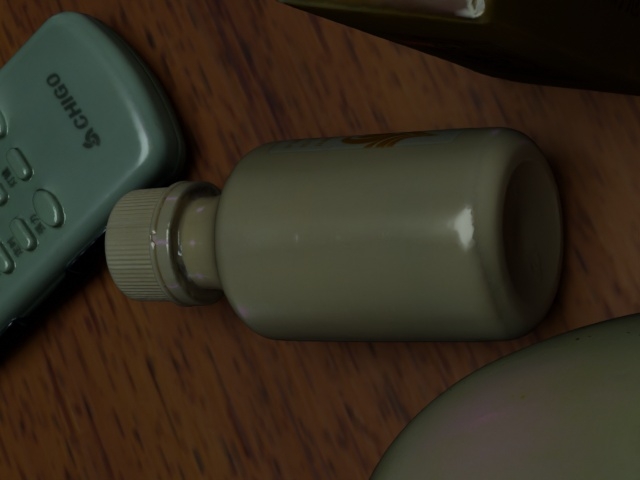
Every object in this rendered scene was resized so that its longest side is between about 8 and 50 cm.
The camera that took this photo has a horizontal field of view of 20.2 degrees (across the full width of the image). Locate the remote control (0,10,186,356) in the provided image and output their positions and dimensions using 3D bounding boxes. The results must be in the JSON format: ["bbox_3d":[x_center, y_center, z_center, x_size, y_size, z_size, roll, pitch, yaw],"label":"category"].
[{"bbox_3d":[-0.210,-0.008,1.141,0.296,0.056,0.140,-43,68,20],"label":"remote control"}]

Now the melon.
[{"bbox_3d":[0.163,0.143,0.820,0.317,0.223,0.223,-11,79,27],"label":"melon"}]

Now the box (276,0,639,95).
[{"bbox_3d":[0.117,-0.292,0.871,0.116,0.264,0.415,10,92,30],"label":"box"}]

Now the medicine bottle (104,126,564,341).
[{"bbox_3d":[0.000,0.000,0.989,0.252,0.114,0.114,-2,84,29],"label":"medicine bottle"}]
